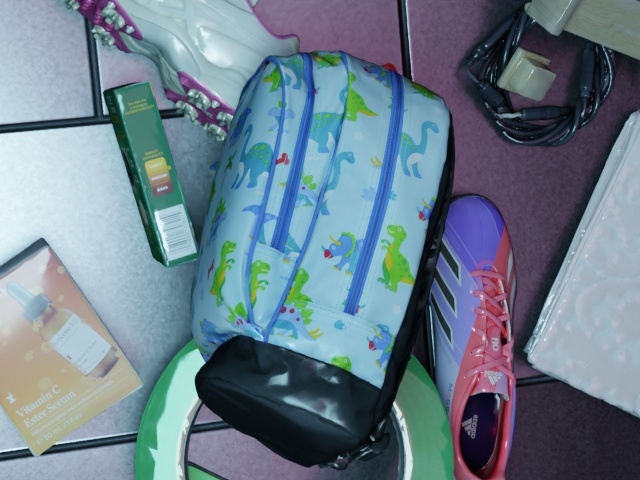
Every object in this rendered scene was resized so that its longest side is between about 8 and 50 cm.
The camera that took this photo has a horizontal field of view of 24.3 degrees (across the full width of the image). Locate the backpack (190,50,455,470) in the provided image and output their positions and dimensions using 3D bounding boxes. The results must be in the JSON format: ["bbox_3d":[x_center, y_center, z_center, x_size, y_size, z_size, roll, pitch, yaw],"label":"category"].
[{"bbox_3d":[0.000,0.000,1.373,0.273,0.290,0.355,31,76,-3],"label":"backpack"}]

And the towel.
[{"bbox_3d":[0.428,0.061,1.684,0.332,0.053,0.317,27,89,-15],"label":"towel"}]

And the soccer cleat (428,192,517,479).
[{"bbox_3d":[0.170,0.110,1.586,0.109,0.116,0.318,1,95,-15],"label":"soccer cleat"}]

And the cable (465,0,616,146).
[{"bbox_3d":[0.256,-0.192,1.618,0.184,0.047,0.150,-42,102,-9],"label":"cable"}]

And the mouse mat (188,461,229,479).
[{"bbox_3d":[-0.102,0.339,1.593,0.190,0.007,0.152,28,87,-14],"label":"mouse mat"}]

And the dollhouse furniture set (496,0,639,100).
[{"bbox_3d":[0.355,-0.308,1.619,0.303,0.174,0.355,15,115,-39],"label":"dollhouse furniture set"}]

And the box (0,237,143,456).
[{"bbox_3d":[-0.280,0.104,1.482,0.130,0.091,0.170,-35,103,-9],"label":"box"}]

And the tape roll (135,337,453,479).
[{"bbox_3d":[-0.026,0.224,1.522,0.321,0.077,0.321,0,83,-2],"label":"tape roll"}]

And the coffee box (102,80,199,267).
[{"bbox_3d":[-0.169,-0.068,1.486,0.040,0.113,0.184,-18,98,-11],"label":"coffee box"}]

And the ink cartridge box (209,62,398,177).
[{"bbox_3d":[0.019,-0.077,1.551,0.231,0.078,0.134,-32,102,-10],"label":"ink cartridge box"}]

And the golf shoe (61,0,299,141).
[{"bbox_3d":[-0.149,-0.235,1.488,0.306,0.115,0.140,43,73,-20],"label":"golf shoe"}]
